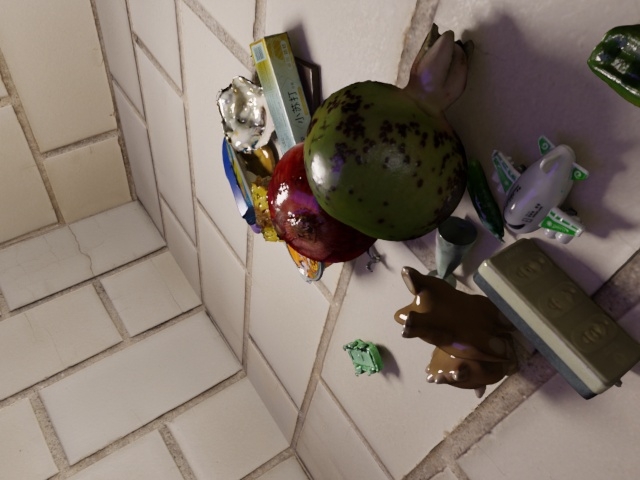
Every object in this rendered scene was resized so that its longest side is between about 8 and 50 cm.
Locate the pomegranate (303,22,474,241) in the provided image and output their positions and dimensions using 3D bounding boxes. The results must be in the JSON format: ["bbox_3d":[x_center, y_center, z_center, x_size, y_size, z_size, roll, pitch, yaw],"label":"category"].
[{"bbox_3d":[0.131,-0.173,0.852,0.285,0.285,0.340,48,117,31],"label":"pomegranate"}]

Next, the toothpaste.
[{"bbox_3d":[-0.079,-0.316,1.238,0.089,0.071,0.312,10,120,57],"label":"toothpaste"}]

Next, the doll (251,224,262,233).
[{"bbox_3d":[-0.199,-0.088,1.735,0.205,0.067,0.109,111,141,-52],"label":"doll"}]

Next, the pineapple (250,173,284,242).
[{"bbox_3d":[-0.099,-0.110,1.509,0.140,0.164,0.249,9,135,14],"label":"pineapple"}]

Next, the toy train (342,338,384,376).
[{"bbox_3d":[0.125,0.321,1.478,0.149,0.081,0.099,-17,97,59],"label":"toy train"}]

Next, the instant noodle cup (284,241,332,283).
[{"bbox_3d":[0.000,0.000,1.362,0.177,0.126,0.208,50,150,27],"label":"instant noodle cup"}]

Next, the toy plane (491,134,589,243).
[{"bbox_3d":[0.313,-0.070,0.761,0.174,0.080,0.173,46,151,35],"label":"toy plane"}]

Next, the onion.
[{"bbox_3d":[0.016,-0.079,1.115,0.276,0.276,0.276,43,147,37],"label":"onion"}]

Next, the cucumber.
[{"bbox_3d":[0.274,-0.064,0.888,0.037,0.037,0.154,-16,98,64],"label":"cucumber"}]

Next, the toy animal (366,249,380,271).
[{"bbox_3d":[0.128,0.044,1.269,0.028,0.050,0.084,-20,55,35],"label":"toy animal"}]

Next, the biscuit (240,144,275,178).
[{"bbox_3d":[-0.202,-0.250,1.619,0.260,0.041,0.202,3,115,64],"label":"biscuit"}]

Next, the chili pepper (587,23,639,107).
[{"bbox_3d":[0.382,-0.163,0.564,0.204,0.073,0.072,49,137,26],"label":"chili pepper"}]

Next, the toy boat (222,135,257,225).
[{"bbox_3d":[-0.236,-0.200,1.583,0.129,0.088,0.295,60,-173,-71],"label":"toy boat"}]

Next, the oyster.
[{"bbox_3d":[-0.189,-0.341,1.449,0.223,0.083,0.214,19,125,31],"label":"oyster"}]

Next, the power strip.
[{"bbox_3d":[0.360,0.115,0.804,0.256,0.105,0.070,52,152,23],"label":"power strip"}]

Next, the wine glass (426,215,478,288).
[{"bbox_3d":[0.240,0.033,0.997,0.073,0.073,0.155,47,149,32],"label":"wine glass"}]

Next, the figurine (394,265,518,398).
[{"bbox_3d":[0.241,0.184,0.983,0.173,0.248,0.177,113,169,-49],"label":"figurine"}]

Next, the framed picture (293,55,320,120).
[{"bbox_3d":[-0.057,-0.371,1.258,0.168,0.023,0.127,40,144,42],"label":"framed picture"}]
